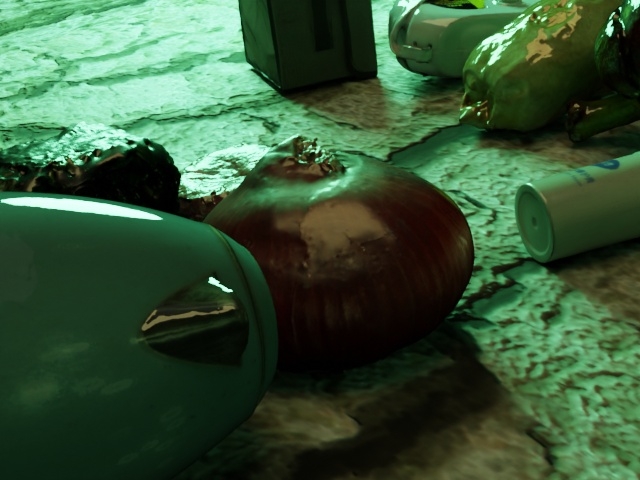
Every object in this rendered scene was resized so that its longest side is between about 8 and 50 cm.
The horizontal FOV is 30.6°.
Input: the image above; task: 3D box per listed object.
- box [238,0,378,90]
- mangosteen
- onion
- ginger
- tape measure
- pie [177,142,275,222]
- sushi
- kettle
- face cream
[{"bbox_3d":[-0.030,-0.355,1.619,0.153,0.252,0.188,-15,27,-14],"label":"box"},{"bbox_3d":[0.392,-0.190,1.248,0.289,0.231,0.231,-31,7,39],"label":"mangosteen"},{"bbox_3d":[0.002,0.011,0.964,0.248,0.161,0.248,-16,39,14],"label":"onion"},{"bbox_3d":[0.275,-0.211,1.370,0.267,0.152,0.138,-21,37,-19],"label":"ginger"},{"bbox_3d":[0.194,-0.288,1.574,0.236,0.120,0.197,-6,30,-10],"label":"tape measure"},{"bbox_3d":[-0.097,-0.063,1.266,0.153,0.038,0.153,-7,26,4],"label":"pie"},{"bbox_3d":[-0.239,-0.036,1.146,0.127,0.124,0.225,13,26,36],"label":"sushi"},{"bbox_3d":[-0.204,0.084,0.794,0.342,0.247,0.319,-11,-2,-27],"label":"kettle"},{"bbox_3d":[0.306,-0.046,1.078,0.250,0.077,0.077,-14,26,-15],"label":"face cream"}]
